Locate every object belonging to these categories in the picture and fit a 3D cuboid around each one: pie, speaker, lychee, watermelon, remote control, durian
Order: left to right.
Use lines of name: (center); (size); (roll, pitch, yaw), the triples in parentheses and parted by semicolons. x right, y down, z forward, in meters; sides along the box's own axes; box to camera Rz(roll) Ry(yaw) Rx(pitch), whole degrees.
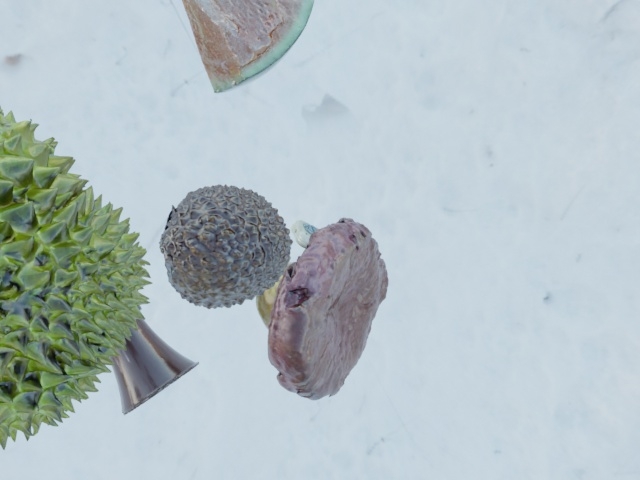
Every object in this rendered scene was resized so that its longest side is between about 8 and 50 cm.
durian: (-0.161, 0.015, 0.374); (0.159, 0.198, 0.146); (34, 89, 41)
speaker: (-0.463, 0.226, 1.694); (0.329, 0.198, 0.259); (50, 124, 5)
lychee: (-0.128, 0.008, 1.046); (0.187, 0.188, 0.188); (0, 87, 1)
watermelon: (-0.204, -0.456, 1.671); (0.292, 0.250, 0.283); (29, 58, -6)
remote control: (0.000, 0.000, 1.495); (0.122, 0.074, 0.032); (21, 116, -31)
pie: (0.010, 0.055, 0.614); (0.038, 0.153, 0.154); (17, 87, 29)

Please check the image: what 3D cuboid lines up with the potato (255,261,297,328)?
potato: (-0.055, 0.114, 1.446); (0.178, 0.158, 0.204); (-36, 55, 17)
